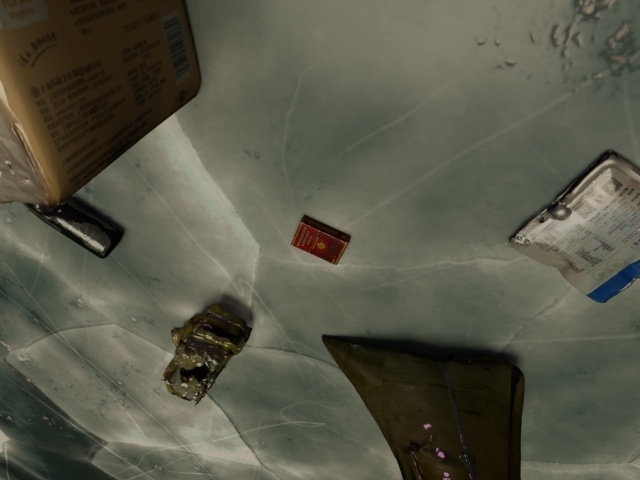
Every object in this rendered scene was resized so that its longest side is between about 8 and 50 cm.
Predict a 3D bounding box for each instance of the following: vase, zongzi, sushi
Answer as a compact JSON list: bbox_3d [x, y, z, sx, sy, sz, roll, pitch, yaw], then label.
[{"bbox_3d":[-0.456,-0.049,0.759,0.211,0.060,0.060,35,127,-11],"label":"vase"},{"bbox_3d":[0.132,0.316,0.696,0.360,0.323,0.160,13,136,12],"label":"zongzi"},{"bbox_3d":[-0.247,0.228,0.861,0.139,0.131,0.291,31,136,-9],"label":"sushi"}]

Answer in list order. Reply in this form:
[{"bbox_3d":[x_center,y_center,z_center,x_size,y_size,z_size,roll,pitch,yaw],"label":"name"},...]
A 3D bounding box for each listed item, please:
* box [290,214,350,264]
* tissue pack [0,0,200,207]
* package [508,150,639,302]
[{"bbox_3d":[0.000,0.000,0.682,0.082,0.023,0.051,25,130,-2],"label":"box"},{"bbox_3d":[-0.296,-0.200,0.441,0.238,0.305,0.238,7,128,9],"label":"tissue pack"},{"bbox_3d":[0.370,-0.006,0.564,0.173,0.027,0.171,31,125,-8],"label":"package"}]
